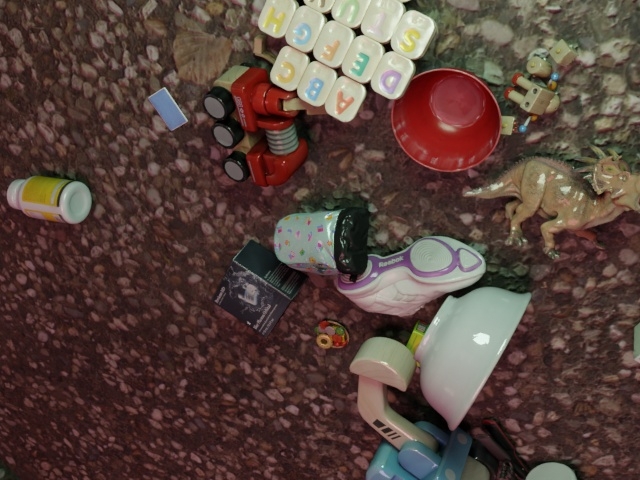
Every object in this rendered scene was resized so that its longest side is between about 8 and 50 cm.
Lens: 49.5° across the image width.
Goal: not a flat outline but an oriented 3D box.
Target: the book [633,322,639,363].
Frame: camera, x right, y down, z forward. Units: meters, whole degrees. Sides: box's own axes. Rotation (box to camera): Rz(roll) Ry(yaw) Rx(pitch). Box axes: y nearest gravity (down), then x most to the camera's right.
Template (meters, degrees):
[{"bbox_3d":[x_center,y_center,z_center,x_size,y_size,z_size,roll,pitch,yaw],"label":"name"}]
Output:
[{"bbox_3d":[0.642,0.219,1.264,0.144,0.096,0.035,32,130,3],"label":"book"}]

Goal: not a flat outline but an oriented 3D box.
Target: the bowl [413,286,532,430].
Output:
[{"bbox_3d":[0.268,0.198,1.312,0.134,0.298,0.297,30,130,14],"label":"bowl"}]

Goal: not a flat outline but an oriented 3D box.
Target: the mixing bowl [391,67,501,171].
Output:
[{"bbox_3d":[0.220,-0.216,1.164,0.182,0.098,0.181,13,126,18],"label":"mixing bowl"}]

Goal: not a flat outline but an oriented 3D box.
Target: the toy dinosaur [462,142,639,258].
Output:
[{"bbox_3d":[0.401,-0.087,1.160,0.296,0.127,0.200,22,123,26],"label":"toy dinosaur"}]

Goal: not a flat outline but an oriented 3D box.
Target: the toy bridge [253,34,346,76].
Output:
[{"bbox_3d":[-0.037,-0.324,1.259,0.188,0.026,0.063,17,129,15],"label":"toy bridge"}]

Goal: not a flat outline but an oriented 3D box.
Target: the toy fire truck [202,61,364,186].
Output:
[{"bbox_3d":[-0.056,-0.210,1.271,0.247,0.158,0.217,16,138,29],"label":"toy fire truck"}]

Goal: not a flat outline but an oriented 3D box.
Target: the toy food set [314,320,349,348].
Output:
[{"bbox_3d":[0.026,0.219,1.609,0.083,0.020,0.082,5,124,23],"label":"toy food set"}]

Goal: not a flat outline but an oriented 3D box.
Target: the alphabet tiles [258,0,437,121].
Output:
[{"bbox_3d":[0.038,-0.350,1.125,0.284,0.021,0.277,32,107,14],"label":"alphabet tiles"}]

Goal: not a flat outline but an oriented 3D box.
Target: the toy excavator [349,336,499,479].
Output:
[{"bbox_3d":[0.195,0.471,1.572,0.445,0.222,0.432,34,131,2],"label":"toy excavator"}]

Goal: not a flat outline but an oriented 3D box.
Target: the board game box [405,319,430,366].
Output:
[{"bbox_3d":[0.275,0.251,1.497,0.181,0.043,0.092,24,130,9],"label":"board game box"}]

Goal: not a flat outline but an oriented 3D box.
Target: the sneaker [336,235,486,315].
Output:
[{"bbox_3d":[0.192,0.080,1.399,0.305,0.114,0.152,-11,137,30],"label":"sneaker"}]

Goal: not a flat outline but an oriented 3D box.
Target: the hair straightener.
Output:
[{"bbox_3d":[0.423,0.518,1.584,0.047,0.089,0.230,-11,120,48],"label":"hair straightener"}]

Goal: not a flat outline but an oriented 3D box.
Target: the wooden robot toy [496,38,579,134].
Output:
[{"bbox_3d":[0.356,-0.238,1.118,0.076,0.079,0.173,53,125,42],"label":"wooden robot toy"}]

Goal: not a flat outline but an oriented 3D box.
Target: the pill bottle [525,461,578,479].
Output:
[{"bbox_3d":[0.551,0.616,1.570,0.118,0.117,0.208,-14,115,32],"label":"pill bottle"}]

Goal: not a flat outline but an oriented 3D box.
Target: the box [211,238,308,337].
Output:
[{"bbox_3d":[-0.140,0.110,1.568,0.158,0.093,0.156,34,130,2],"label":"box"}]

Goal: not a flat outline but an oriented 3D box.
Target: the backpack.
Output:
[{"bbox_3d":[0.000,0.000,1.382,0.182,0.151,0.115,-1,165,35],"label":"backpack"}]

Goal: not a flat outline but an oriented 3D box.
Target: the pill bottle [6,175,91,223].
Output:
[{"bbox_3d":[-0.651,-0.100,1.659,0.184,0.103,0.103,9,126,20],"label":"pill bottle"}]

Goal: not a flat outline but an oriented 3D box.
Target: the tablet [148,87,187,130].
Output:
[{"bbox_3d":[-0.317,-0.273,1.442,0.054,0.006,0.083,-21,112,34],"label":"tablet"}]
